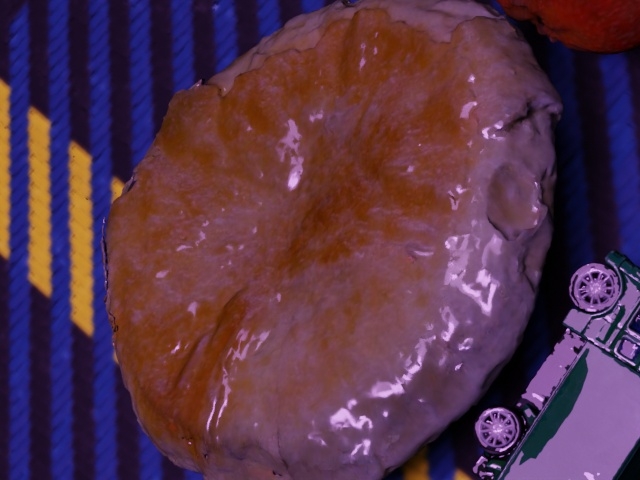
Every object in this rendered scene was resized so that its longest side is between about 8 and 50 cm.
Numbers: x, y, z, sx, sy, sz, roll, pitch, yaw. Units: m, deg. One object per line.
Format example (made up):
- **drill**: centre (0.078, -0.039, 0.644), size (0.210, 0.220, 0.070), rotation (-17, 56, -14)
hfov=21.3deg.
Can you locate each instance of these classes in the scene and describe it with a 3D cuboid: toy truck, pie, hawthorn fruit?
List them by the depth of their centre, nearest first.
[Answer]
- **toy truck**: centre (0.138, 0.083, 0.870), size (0.079, 0.065, 0.147), rotation (31, 89, 25)
- **hawthorn fruit**: centre (0.148, -0.158, 0.913), size (0.128, 0.128, 0.128), rotation (-7, 72, 21)
- **pie**: centre (0.000, 0.000, 0.936), size (0.306, 0.071, 0.306), rotation (-15, 60, 28)
